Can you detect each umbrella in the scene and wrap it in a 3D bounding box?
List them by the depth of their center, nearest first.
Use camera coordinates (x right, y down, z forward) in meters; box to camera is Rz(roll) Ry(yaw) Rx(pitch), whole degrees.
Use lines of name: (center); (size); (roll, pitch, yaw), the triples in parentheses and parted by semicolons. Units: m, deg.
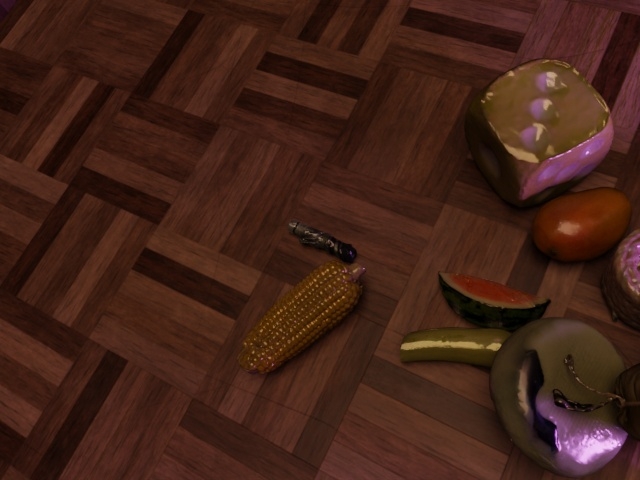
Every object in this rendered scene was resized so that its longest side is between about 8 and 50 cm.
umbrella: (0.000, 0.000, 1.393); (0.188, 0.046, 0.050); (28, 37, 22)

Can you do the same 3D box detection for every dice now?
dice: (0.473, -0.232, 1.283); (0.233, 0.227, 0.238); (-28, 65, 0)

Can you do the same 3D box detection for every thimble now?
thimble: (0.687, 0.084, 1.145); (0.229, 0.148, 0.196); (10, 67, 17)

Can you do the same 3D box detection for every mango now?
mango: (0.563, -0.034, 1.238); (0.221, 0.120, 0.152); (-17, 63, -2)

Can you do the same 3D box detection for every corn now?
corn: (-0.039, 0.168, 1.289); (0.347, 0.130, 0.130); (-40, 65, -5)

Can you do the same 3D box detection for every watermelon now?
watermelon: (0.365, 0.128, 1.250); (0.245, 0.063, 0.119); (13, 40, 19)

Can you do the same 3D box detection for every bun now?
bun: (0.431, 0.287, 1.092); (0.283, 0.179, 0.283); (5, 73, -17)

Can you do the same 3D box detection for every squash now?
squash: (0.291, 0.223, 1.214); (0.250, 0.083, 0.083); (0, 67, 14)

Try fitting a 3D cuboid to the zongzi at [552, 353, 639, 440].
zongzi: (0.646, 0.352, 0.957); (0.447, 0.181, 0.418); (-10, 78, -19)
